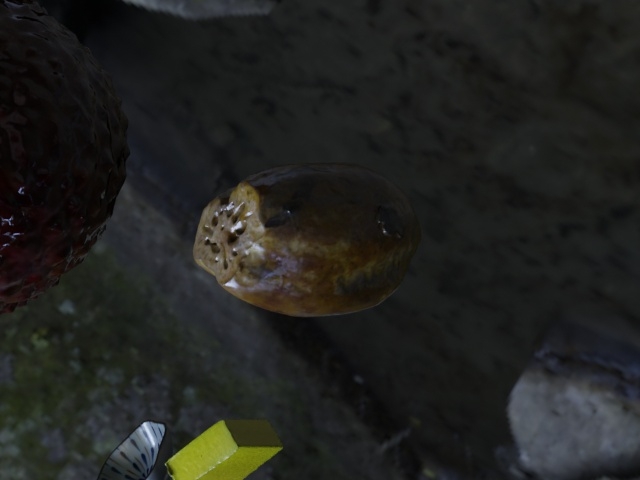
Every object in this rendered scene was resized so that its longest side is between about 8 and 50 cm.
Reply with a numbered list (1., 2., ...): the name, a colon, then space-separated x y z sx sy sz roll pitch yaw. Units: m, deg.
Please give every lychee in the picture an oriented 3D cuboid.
1. lychee: -0.263 -0.063 0.987 0.261 0.260 0.260 29 157 13

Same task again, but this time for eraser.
1. eraser: -0.114 0.256 1.586 0.045 0.097 0.122 58 -166 19

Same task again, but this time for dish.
1. dish: -0.292 0.384 2.164 0.066 0.190 0.191 41 157 -22

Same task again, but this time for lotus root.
1. lotus root: 0.001 -0.010 1.532 0.291 0.193 0.193 4 -178 -42
